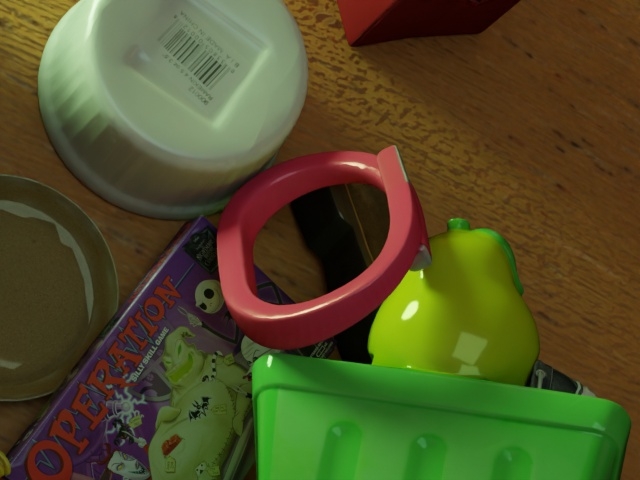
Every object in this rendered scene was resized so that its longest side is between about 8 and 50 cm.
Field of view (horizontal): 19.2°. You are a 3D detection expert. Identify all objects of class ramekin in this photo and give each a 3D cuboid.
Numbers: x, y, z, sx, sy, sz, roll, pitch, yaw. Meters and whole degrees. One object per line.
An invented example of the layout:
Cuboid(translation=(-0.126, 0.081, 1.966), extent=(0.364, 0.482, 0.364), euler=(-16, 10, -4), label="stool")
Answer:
Cuboid(translation=(-0.147, -0.172, 1.993), extent=(0.277, 0.135, 0.277), euler=(7, 71, -21), label="ramekin")

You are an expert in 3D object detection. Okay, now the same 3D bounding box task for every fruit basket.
Cuboid(translation=(0.116, 0.183, 1.863), extent=(0.392, 0.283, 0.392), euler=(0, 47, 0), label="fruit basket")

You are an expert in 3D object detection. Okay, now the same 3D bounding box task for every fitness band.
Cuboid(translation=(0.000, 0.000, 1.875), extent=(0.209, 0.291, 0.054), euler=(-22, 122, 8), label="fitness band")

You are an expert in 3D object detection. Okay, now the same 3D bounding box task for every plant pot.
Cuboid(translation=(-0.322, 0.049, 1.911), extent=(0.236, 0.032, 0.236), euler=(7, 72, -21), label="plant pot")

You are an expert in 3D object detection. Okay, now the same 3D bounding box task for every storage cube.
Cuboid(translation=(0.123, -0.341, 2.124), extent=(0.184, 0.193, 0.215), euler=(-10, 79, -24), label="storage cube")

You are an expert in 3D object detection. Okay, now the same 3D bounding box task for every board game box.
Cuboid(translation=(-0.151, 0.168, 1.918), extent=(0.208, 0.056, 0.347), euler=(41, 63, -12), label="board game box")

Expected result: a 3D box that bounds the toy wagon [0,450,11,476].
Cuboid(translation=(-0.446, 0.280, 1.753), extent=(0.344, 0.068, 0.267), euler=(-32, 88, -23), label="toy wagon")

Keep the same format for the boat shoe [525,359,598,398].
Cuboid(translation=(0.197, 0.257, 2.017), extent=(0.102, 0.108, 0.301), euler=(35, 62, -9), label="boat shoe")

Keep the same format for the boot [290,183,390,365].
Cuboid(translation=(0.068, 0.046, 2.036), extent=(0.115, 0.112, 0.305), euler=(-7, 74, -35), label="boot")
